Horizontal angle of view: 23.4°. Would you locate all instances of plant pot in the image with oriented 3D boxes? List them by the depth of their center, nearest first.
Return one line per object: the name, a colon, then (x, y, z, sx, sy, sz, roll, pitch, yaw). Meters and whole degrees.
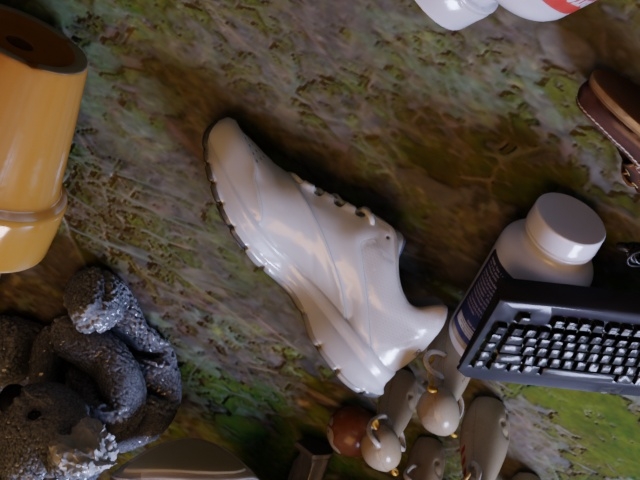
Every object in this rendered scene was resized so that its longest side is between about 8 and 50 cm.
plant pot: (-0.304, -0.105, 1.394, 0.205, 0.205, 0.188, 28, 112, -6)

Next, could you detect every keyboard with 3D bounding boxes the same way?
keyboard: (0.298, 0.073, 1.379, 0.317, 0.033, 0.201, 6, 131, -18)

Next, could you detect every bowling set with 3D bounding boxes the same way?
bowling set: (0.097, 0.227, 1.535, 0.200, 0.154, 0.287, -15, 119, 24)

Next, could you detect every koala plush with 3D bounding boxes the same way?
koala plush: (-0.252, 0.182, 1.555, 0.196, 0.221, 0.203, -29, 113, 30)

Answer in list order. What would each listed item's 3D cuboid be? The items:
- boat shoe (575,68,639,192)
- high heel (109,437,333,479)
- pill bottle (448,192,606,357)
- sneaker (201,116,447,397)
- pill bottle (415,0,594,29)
boat shoe: (0.296, -0.064, 1.323, 0.207, 0.073, 0.073, 35, 124, -10)
high heel: (-0.113, 0.300, 1.594, 0.261, 0.093, 0.186, 3, 113, -35)
pill bottle: (0.192, 0.040, 1.413, 0.094, 0.094, 0.169, 24, 128, -3)
sneaker: (0.000, 0.000, 1.437, 0.129, 0.111, 0.297, -38, 98, 4)
pill bottle: (0.207, -0.279, 1.125, 0.323, 0.181, 0.181, -26, 115, 29)
